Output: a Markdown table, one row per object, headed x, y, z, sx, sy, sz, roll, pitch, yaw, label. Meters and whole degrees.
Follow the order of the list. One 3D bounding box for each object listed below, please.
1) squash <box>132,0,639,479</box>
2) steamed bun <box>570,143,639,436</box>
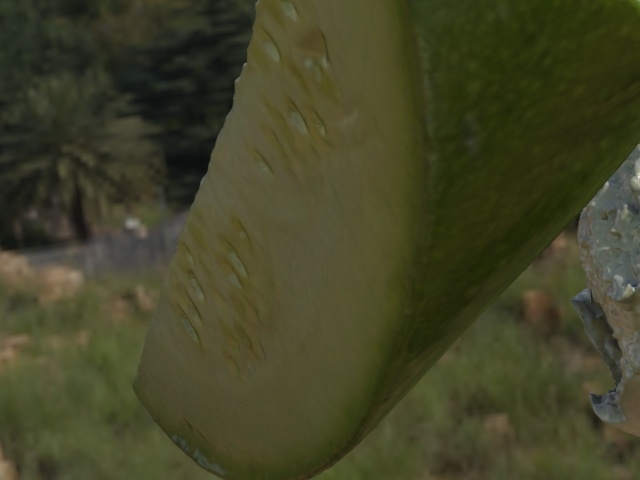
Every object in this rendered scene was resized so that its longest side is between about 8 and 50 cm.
| x | y | z | sx | sy | sz | roll | pitch | yaw | label |
| --- | --- | --- | --- | --- | --- | --- | --- | --- | --- |
| 0.000 | 0.000 | 0.637 | 0.288 | 0.111 | 0.203 | -45 | -21 | 22 | squash |
| 0.246 | 0.031 | 1.368 | 0.170 | 0.200 | 0.225 | -25 | 27 | 31 | steamed bun |
